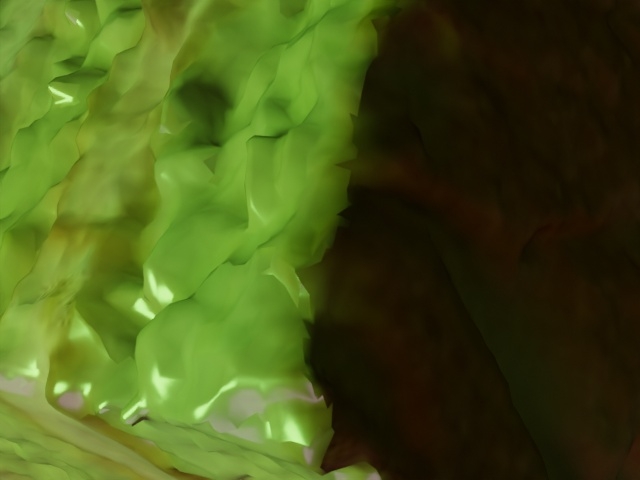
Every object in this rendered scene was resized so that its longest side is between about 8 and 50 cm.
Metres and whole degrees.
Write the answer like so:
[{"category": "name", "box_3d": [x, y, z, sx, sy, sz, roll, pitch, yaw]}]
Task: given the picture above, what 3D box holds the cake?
[{"category": "cake", "box_3d": [0.000, 0.000, 0.562, 0.307, 0.314, 0.293, -9, 139, 44]}]
